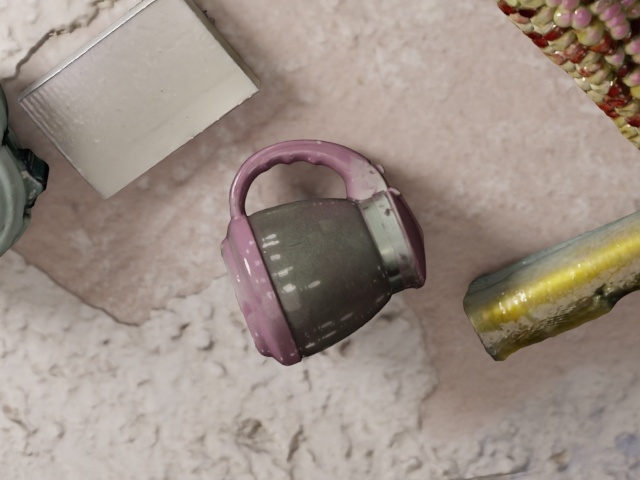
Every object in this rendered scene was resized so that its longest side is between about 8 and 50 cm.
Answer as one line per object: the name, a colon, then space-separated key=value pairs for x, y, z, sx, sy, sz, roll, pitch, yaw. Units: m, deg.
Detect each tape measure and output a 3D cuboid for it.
tape measure: x=-0.363 y=-0.014 z=1.432 sx=0.330 sy=0.084 sz=0.164 roll=-24 pitch=110 yaw=10

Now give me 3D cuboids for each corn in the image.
corn: x=0.212 y=-0.137 z=1.369 sx=0.092 sy=0.092 sz=0.280 roll=-38 pitch=114 yaw=17

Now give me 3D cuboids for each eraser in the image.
eraser: x=-0.131 y=-0.108 z=1.417 sx=0.150 sy=0.023 sz=0.104 roll=-34 pitch=111 yaw=16

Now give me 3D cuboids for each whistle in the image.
whistle: x=0.262 y=-0.002 z=1.447 sx=0.326 sy=0.057 sz=0.068 roll=-25 pitch=91 yaw=10

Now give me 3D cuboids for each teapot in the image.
teapot: x=0.002 y=0.006 z=1.442 sx=0.146 sy=0.148 sz=0.116 roll=-21 pitch=151 yaw=-2
